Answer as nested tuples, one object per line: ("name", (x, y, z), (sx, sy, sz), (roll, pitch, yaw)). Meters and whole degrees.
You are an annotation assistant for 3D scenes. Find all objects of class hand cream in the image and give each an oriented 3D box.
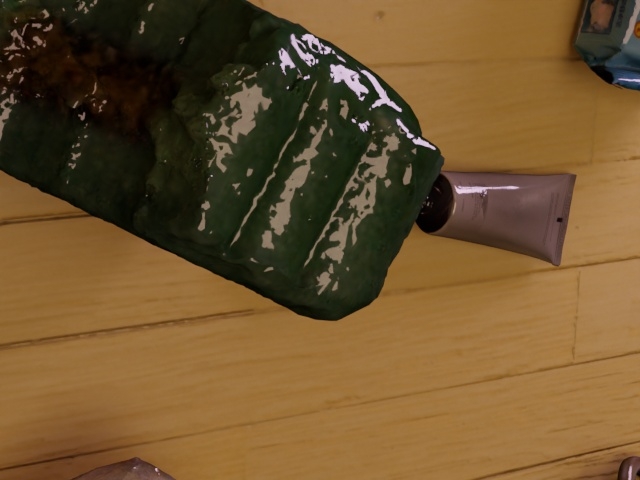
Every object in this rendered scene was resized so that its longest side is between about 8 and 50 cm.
("hand cream", (0.155, -0.026, 1.162), (0.186, 0.054, 0.087), (6, 96, -36))

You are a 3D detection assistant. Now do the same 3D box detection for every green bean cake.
("green bean cake", (-0.114, -0.089, 0.843), (0.300, 0.308, 0.169), (27, 88, -33))

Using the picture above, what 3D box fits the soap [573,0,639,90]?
("soap", (0.328, -0.269, 1.173), (0.156, 0.077, 0.293), (12, 96, -30))

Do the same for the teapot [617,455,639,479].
("teapot", (0.320, 0.340, 1.277), (0.175, 0.186, 0.267), (40, 46, -31))

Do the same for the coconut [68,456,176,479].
("coconut", (-0.157, 0.275, 0.974), (0.224, 0.224, 0.234), (22, 91, -32))
